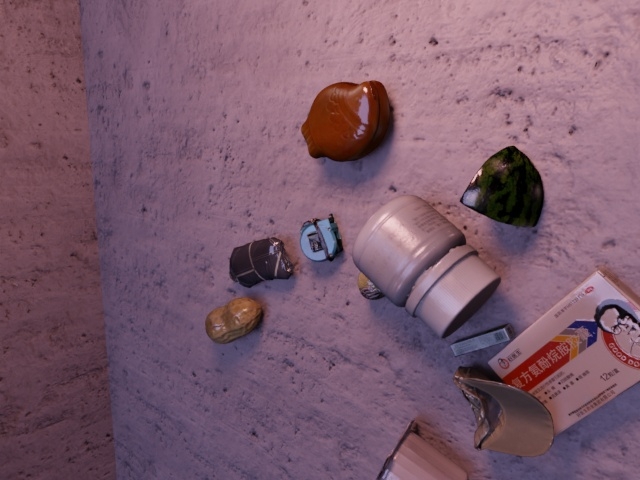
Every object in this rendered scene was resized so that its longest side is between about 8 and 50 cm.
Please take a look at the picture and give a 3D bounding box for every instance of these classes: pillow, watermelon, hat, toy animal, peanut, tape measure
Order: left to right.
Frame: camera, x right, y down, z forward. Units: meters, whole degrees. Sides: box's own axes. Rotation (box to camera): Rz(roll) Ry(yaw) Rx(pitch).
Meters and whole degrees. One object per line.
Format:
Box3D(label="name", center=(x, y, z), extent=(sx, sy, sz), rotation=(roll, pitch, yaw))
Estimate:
Box3D(label="peanut", center=(-0.336, 0.305, 1.859), extent=(0.313, 0.152, 0.152), rotation=(-26, 81, 40))
Box3D(label="pillow", center=(-0.219, 0.082, 1.741), extent=(0.335, 0.092, 0.161), rotation=(-15, 92, 43))
Box3D(label="tape measure", center=(0.000, 0.000, 1.534), extent=(0.125, 0.081, 0.146), rotation=(-20, 88, 25))
Box3D(label="toy animal", center=(0.161, 0.137, 1.407), extent=(0.137, 0.098, 0.098), rotation=(51, 130, 46))
Box3D(label="hat", center=(0.438, 0.398, 1.191), extent=(0.244, 0.149, 0.214), rotation=(-9, 105, 34))
Box3D(label="watermelon", center=(0.430, -0.104, 1.115), extent=(0.193, 0.137, 0.145), rotation=(-44, 60, -8))

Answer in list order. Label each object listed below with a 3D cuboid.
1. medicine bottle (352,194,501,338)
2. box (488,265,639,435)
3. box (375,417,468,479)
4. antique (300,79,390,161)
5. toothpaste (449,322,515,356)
Box3D(label="medicine bottle", center=(0.255, 0.062, 1.208), extent=(0.306, 0.245, 0.245), rotation=(46, 125, 26))
Box3D(label="box", center=(0.569, 0.251, 1.091), extent=(0.214, 0.069, 0.353), rotation=(51, 125, 22))
Box3D(label="box", center=(0.263, 0.676, 1.347), extent=(0.206, 0.262, 0.291), rotation=(28, 127, 23))
Box3D(label="antique", center=(0.074, -0.332, 1.369), extent=(0.278, 0.129, 0.223), rotation=(-32, 77, 41))
Box3D(label="toothpaste", center=(0.408, 0.253, 1.245), extent=(0.164, 0.046, 0.034), rotation=(-32, 79, 41))
